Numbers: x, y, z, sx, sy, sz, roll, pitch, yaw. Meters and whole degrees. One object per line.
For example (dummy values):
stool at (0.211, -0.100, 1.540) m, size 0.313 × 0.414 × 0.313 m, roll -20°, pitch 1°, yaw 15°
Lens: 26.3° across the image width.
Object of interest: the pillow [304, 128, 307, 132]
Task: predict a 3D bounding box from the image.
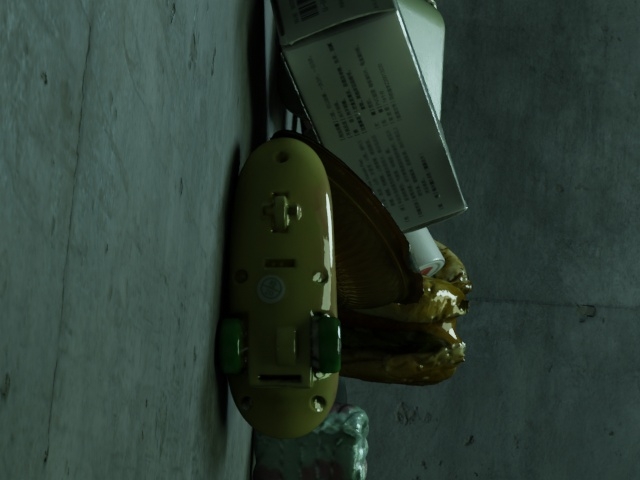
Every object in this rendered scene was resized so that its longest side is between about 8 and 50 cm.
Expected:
pillow at (-0.003, -0.234, 2.265) m, size 0.248 × 0.049 × 0.135 m, roll 77°, pitch 20°, yaw -65°

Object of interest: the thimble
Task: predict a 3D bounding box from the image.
thimble at (-0.011, 0.299, 1.809) m, size 0.211 × 0.149 × 0.185 m, roll 89°, pitch 7°, yaw -49°

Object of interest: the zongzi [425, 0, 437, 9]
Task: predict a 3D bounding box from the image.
zongzi at (0.155, -0.621, 2.232) m, size 0.467 × 0.218 × 0.500 m, roll -80°, pitch 149°, yaw -53°

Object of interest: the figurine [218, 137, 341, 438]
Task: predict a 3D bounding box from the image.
figurine at (-0.036, 0.051, 1.481) m, size 0.222 × 0.124 × 0.324 m, roll 63°, pitch 26°, yaw -82°

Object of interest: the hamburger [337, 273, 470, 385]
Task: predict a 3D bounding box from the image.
hamburger at (0.035, 0.108, 1.912) m, size 0.330 × 0.209 × 0.162 m, roll 17°, pitch -81°, yaw 60°

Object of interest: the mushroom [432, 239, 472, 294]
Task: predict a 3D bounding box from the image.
mushroom at (0.089, 0.009, 2.217) m, size 0.208 × 0.302 × 0.233 m, roll -51°, pitch -178°, yaw 32°

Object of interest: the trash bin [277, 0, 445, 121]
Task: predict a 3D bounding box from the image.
trash bin at (0.062, -0.259, 1.888) m, size 0.247 × 0.121 × 0.243 m, roll 16°, pitch 74°, yaw -51°

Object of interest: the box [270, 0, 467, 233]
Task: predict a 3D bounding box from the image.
box at (0.055, -0.179, 1.647) m, size 0.173 × 0.145 × 0.333 m, roll -103°, pitch 171°, yaw -49°

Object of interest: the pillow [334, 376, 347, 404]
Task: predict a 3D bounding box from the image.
pillow at (-0.013, 0.254, 2.066) m, size 0.186 × 0.106 × 0.250 m, roll -64°, pitch 154°, yaw -60°

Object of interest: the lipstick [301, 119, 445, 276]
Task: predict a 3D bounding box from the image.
lipstick at (0.074, -0.085, 2.073) m, size 0.327 × 0.087 × 0.087 m, roll 61°, pitch -6°, yaw 18°

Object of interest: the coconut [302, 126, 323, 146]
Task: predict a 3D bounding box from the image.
coconut at (0.017, -0.099, 1.965) m, size 0.147 × 0.147 × 0.152 m, roll -72°, pitch 169°, yaw -75°

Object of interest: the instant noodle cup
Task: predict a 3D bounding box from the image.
instant noodle cup at (0.000, 0.000, 1.651) m, size 0.091 × 0.274 × 0.274 m, roll -41°, pitch 158°, yaw -17°
